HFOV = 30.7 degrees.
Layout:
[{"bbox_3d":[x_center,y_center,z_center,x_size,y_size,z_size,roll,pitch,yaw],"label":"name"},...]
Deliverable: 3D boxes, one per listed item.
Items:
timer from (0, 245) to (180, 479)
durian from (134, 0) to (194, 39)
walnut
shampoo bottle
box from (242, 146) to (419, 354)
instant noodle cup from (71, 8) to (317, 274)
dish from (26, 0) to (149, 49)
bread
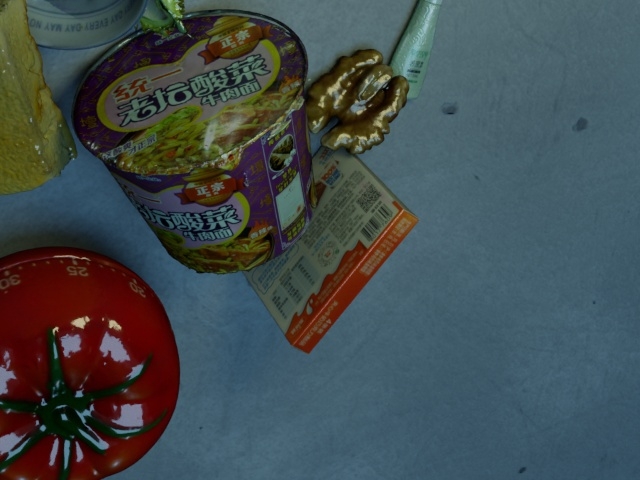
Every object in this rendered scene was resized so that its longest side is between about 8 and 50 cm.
[{"bbox_3d":[-0.402,0.191,1.747,0.378,0.279,0.378,-12,125,-17],"label":"timer"},{"bbox_3d":[-0.235,-0.385,1.586,0.095,0.137,0.221,-39,129,-42],"label":"durian"},{"bbox_3d":[0.055,-0.213,1.835,0.170,0.069,0.143,-43,92,-4],"label":"walnut"},{"bbox_3d":[0.155,-0.319,1.854,0.069,0.041,0.191,8,116,-24],"label":"shampoo bottle"},{"bbox_3d":[0.000,0.000,1.836,0.048,0.265,0.273,30,104,-38],"label":"box"},{"bbox_3d":[-0.152,-0.124,1.662,0.340,0.340,0.266,-26,136,-10],"label":"instant noodle cup"},{"bbox_3d":[-0.343,-0.389,1.508,0.273,0.134,0.273,4,141,3],"label":"dish"},{"bbox_3d":[-0.452,-0.195,1.549,0.185,0.114,0.275,-3,130,9],"label":"bread"}]
